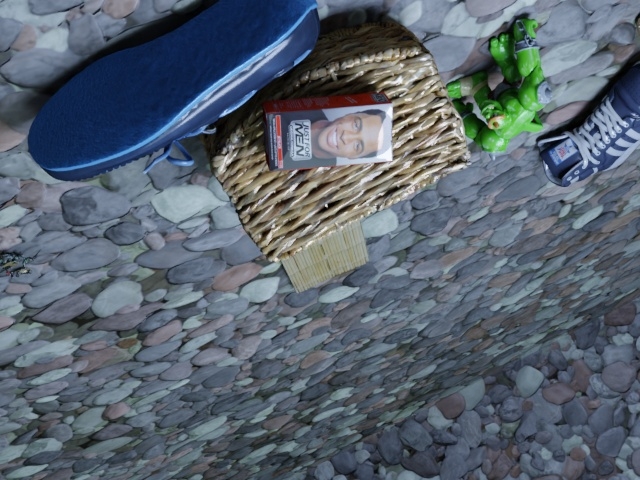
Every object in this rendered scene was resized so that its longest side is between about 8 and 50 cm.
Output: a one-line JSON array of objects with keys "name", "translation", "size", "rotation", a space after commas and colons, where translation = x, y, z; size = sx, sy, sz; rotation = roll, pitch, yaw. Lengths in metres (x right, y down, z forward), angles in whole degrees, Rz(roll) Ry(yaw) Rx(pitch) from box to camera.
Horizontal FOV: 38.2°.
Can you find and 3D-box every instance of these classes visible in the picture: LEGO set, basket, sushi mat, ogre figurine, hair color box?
[{"name": "LEGO set", "translation": [-0.418, 0.029, 1.253], "size": [0.054, 0.023, 0.083], "rotation": [-10, 165, -24]}, {"name": "basket", "translation": [0.002, -0.156, 1.168], "size": [0.299, 0.223, 0.213], "rotation": [-27, 121, 6]}, {"name": "sushi mat", "translation": [0.000, 0.000, 1.560], "size": [0.151, 0.019, 0.316], "rotation": [-22, 155, -1]}, {"name": "ogre figurine", "translation": [0.252, -0.200, 1.275], "size": [0.197, 0.118, 0.096], "rotation": [-40, 151, 29]}, {"name": "hair color box", "translation": [0.008, -0.122, 1.034], "size": [0.141, 0.043, 0.072], "rotation": [-7, 117, -8]}]

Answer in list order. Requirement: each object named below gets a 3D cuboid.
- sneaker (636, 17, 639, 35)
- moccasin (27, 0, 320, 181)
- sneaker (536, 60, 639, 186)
[{"name": "sneaker", "translation": [0.556, -0.315, 1.307], "size": [0.086, 0.064, 0.192], "rotation": [-36, -151, -33]}, {"name": "moccasin", "translation": [-0.144, -0.151, 1.001], "size": [0.342, 0.138, 0.117], "rotation": [-25, 160, 4]}, {"name": "sneaker", "translation": [0.456, -0.181, 1.516], "size": [0.153, 0.099, 0.282], "rotation": [-20, 158, -14]}]
